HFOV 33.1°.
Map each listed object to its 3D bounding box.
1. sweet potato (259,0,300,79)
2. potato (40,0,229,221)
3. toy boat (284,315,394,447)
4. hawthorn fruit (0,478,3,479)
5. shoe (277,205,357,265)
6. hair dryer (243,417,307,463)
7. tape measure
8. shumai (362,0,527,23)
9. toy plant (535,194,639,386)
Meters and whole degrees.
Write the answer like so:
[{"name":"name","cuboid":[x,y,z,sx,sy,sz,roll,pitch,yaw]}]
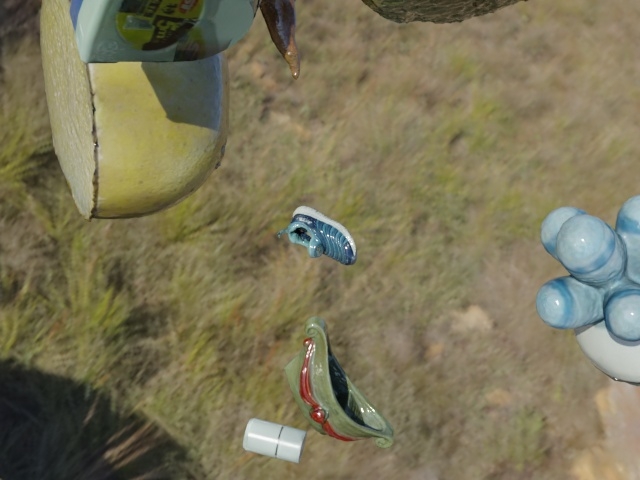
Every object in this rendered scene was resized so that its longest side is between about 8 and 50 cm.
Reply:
[{"name":"sweet potato","cuboid":[-0.066,-0.363,1.677,0.068,0.068,0.226,-38,123,-56]},{"name":"potato","cuboid":[-0.331,-0.266,2.019,0.319,0.385,0.442,-6,93,-23]},{"name":"toy boat","cuboid":[0.014,0.169,1.213,0.185,0.071,0.089,59,20,-21]},{"name":"hawthorn fruit","cuboid":[-0.486,0.370,1.218,0.298,0.277,0.277,42,28,-42]},{"name":"shoe","cuboid":[0.000,0.000,1.825,0.143,0.064,0.071,33,57,19]},{"name":"hair dryer","cuboid":[-0.060,0.288,1.534,0.082,0.137,0.047,13,77,8]},{"name":"tape measure","cuboid":[-0.217,-0.364,1.532,0.262,0.259,0.138,3,61,-25]},{"name":"shumai","cuboid":[0.187,-0.470,1.476,0.330,0.291,0.289,5,71,-62]},{"name":"toy plant","cuboid":[0.441,0.060,1.610,0.332,0.247,0.247,37,29,-49]}]
